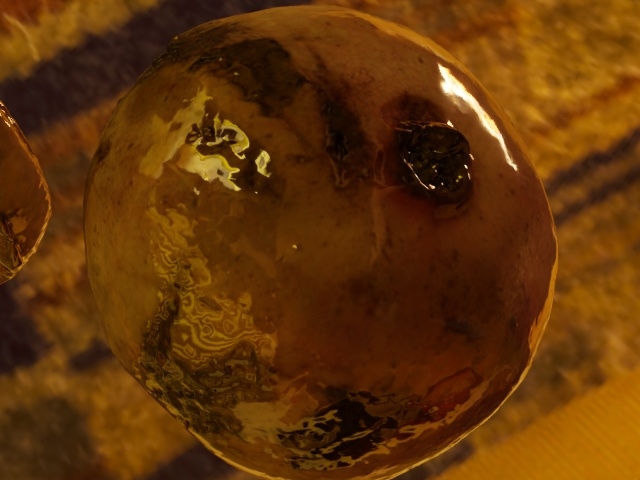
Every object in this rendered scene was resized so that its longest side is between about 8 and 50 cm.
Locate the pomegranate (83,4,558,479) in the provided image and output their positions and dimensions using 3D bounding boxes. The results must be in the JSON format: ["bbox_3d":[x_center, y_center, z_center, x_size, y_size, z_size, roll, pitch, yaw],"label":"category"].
[{"bbox_3d":[0.000,0.000,1.286,0.322,0.322,0.322,-10,116,-20],"label":"pomegranate"}]

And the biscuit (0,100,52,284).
[{"bbox_3d":[-0.347,-0.084,1.630,0.102,0.296,0.296,-53,126,-26],"label":"biscuit"}]
